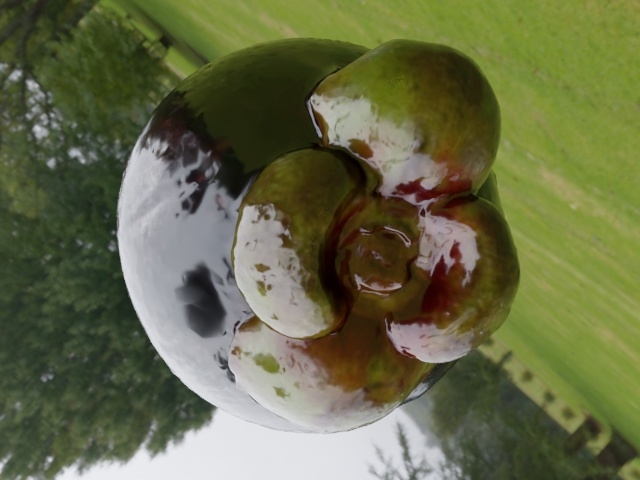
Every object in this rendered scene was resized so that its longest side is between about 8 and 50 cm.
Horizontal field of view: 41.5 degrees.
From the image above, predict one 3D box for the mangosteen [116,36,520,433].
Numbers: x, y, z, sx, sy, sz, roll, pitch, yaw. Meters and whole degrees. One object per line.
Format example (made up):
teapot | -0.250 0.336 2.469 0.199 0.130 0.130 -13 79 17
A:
mangosteen | 0.000 0.000 0.414 0.210 0.210 0.210 43 177 3
